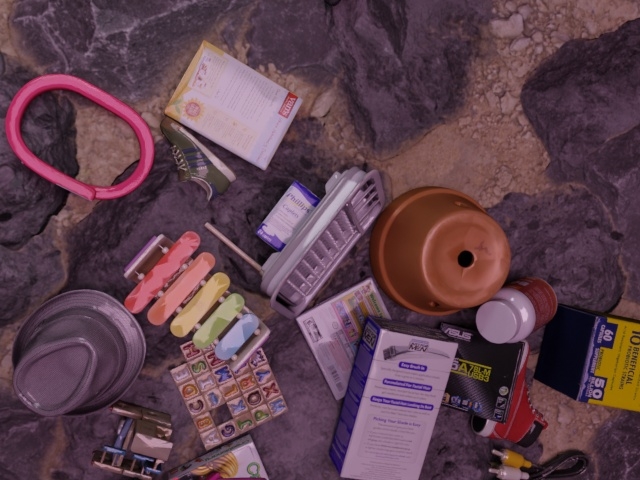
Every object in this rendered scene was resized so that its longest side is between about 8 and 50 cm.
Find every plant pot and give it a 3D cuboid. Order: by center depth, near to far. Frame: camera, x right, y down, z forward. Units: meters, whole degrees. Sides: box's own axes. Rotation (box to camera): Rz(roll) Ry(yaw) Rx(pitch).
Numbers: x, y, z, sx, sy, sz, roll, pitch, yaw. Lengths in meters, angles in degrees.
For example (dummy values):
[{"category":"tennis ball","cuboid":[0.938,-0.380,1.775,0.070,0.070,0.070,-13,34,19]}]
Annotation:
[{"category":"plant pot","cuboid":[0.270,0.030,1.590,0.290,0.203,0.291,-1,95,-12]}]

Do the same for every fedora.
[{"category":"fedora","cuboid":[-0.487,0.238,1.439,0.275,0.124,0.244,-34,98,8]}]

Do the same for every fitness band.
[{"category":"fitness band","cuboid":[-0.474,-0.202,1.479,0.290,0.054,0.209,30,85,-15]}]

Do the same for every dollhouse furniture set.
[{"category":"dollhouse furniture set","cuboid":[-0.378,0.415,1.479,0.128,0.183,0.129,20,90,-13]}]

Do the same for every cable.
[{"category":"cable","cuboid":[0.511,0.561,1.755,0.287,0.072,0.140,8,98,-14]}]

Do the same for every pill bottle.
[{"category":"pill bottle","cuboid":[0.426,0.154,1.625,0.216,0.121,0.121,-14,100,-53]}]

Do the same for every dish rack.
[{"category":"dish rack","cuboid":[0.000,0.000,1.508,0.072,0.285,0.333,36,85,14]}]

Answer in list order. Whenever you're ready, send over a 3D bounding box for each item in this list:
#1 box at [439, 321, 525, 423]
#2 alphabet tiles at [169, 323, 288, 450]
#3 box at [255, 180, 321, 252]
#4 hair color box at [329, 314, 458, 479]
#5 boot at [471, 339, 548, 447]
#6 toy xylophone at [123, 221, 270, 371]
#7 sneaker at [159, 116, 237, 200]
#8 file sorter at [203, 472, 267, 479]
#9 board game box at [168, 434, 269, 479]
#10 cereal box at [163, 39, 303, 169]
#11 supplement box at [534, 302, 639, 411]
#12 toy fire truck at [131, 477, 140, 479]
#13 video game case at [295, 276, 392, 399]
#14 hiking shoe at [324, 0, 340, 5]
[{"category":"box","cuboid":[0.344,0.293,1.664,0.190,0.045,0.184,14,94,19]},{"category":"alphabet tiles","cuboid":[-0.202,0.306,1.602,0.198,0.009,0.237,-24,100,-10]},{"category":"box","cuboid":[-0.067,-0.045,1.540,0.072,0.126,0.137,37,86,-3]},{"category":"hair color box","cuboid":[0.155,0.350,1.620,0.185,0.110,0.339,13,99,-17]},{"category":"boot","cuboid":[0.471,0.355,1.728,0.176,0.088,0.244,19,94,-18]},{"category":"toy xylophone","cuboid":[-0.236,0.102,1.535,0.322,0.081,0.236,35,86,-10]},{"category":"sneaker","cuboid":[-0.267,-0.159,1.519,0.192,0.064,0.086,41,80,-16]},{"category":"file sorter","cuboid":[-0.161,0.637,1.450,0.202,0.182,0.291,-32,105,-51]},{"category":"board game box","cuboid":[-0.182,0.600,1.607,0.192,0.053,0.306,-23,99,-11]},{"category":"cereal box","cuboid":[-0.179,-0.277,1.540,0.240,0.047,0.173,30,88,-14]},{"category":"supplement box","cuboid":[0.715,0.281,1.717,0.356,0.195,0.194,12,92,-14]},{"category":"toy fire truck","cuboid":[-0.414,0.622,1.432,0.217,0.246,0.159,-30,103,21]},{"category":"video game case","cuboid":[0.073,0.217,1.651,0.193,0.023,0.213,-28,99,-9]},{"category":"hiking shoe","cuboid":[0.004,-0.602,1.549,0.114,0.086,0.227,1,89,0]}]
